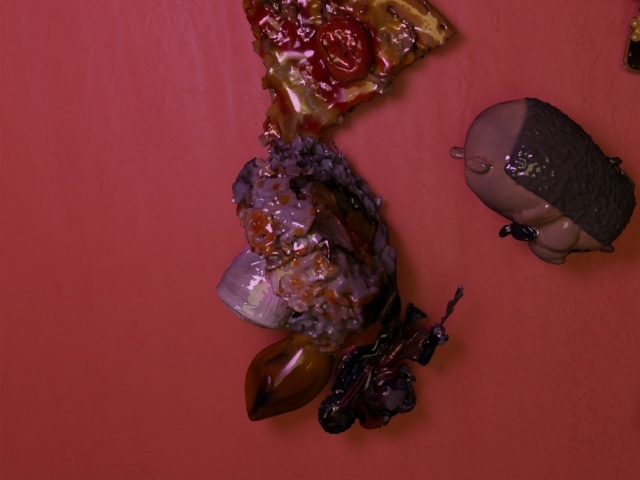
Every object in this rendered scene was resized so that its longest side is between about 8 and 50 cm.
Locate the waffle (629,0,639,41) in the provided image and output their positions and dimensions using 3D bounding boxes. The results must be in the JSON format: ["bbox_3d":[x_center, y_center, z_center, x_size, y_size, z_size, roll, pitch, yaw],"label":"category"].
[{"bbox_3d":[0.686,-0.414,1.181,0.280,0.060,0.262,-5,91,3],"label":"waffle"}]

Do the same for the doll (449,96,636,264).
[{"bbox_3d":[0.414,-0.100,1.222,0.349,0.247,0.247,28,105,-16],"label":"doll"}]

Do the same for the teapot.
[{"bbox_3d":[-0.083,0.090,1.359,0.221,0.163,0.178,31,97,1],"label":"teapot"}]

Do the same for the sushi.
[{"bbox_3d":[-0.002,-0.004,1.217,0.175,0.417,0.418,-27,97,23],"label":"sushi"}]

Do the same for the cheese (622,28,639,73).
[{"bbox_3d":[0.647,-0.347,1.228,0.162,0.036,0.086,7,97,6],"label":"cheese"}]

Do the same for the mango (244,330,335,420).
[{"bbox_3d":[-0.059,0.270,1.383,0.236,0.166,0.136,-54,47,44],"label":"mango"}]

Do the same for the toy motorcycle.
[{"bbox_3d":[0.158,0.240,1.362,0.207,0.134,0.401,20,103,-27],"label":"toy motorcycle"}]

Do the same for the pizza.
[{"bbox_3d":[0.003,-0.332,1.277,0.439,0.130,0.406,20,101,4],"label":"pizza"}]
